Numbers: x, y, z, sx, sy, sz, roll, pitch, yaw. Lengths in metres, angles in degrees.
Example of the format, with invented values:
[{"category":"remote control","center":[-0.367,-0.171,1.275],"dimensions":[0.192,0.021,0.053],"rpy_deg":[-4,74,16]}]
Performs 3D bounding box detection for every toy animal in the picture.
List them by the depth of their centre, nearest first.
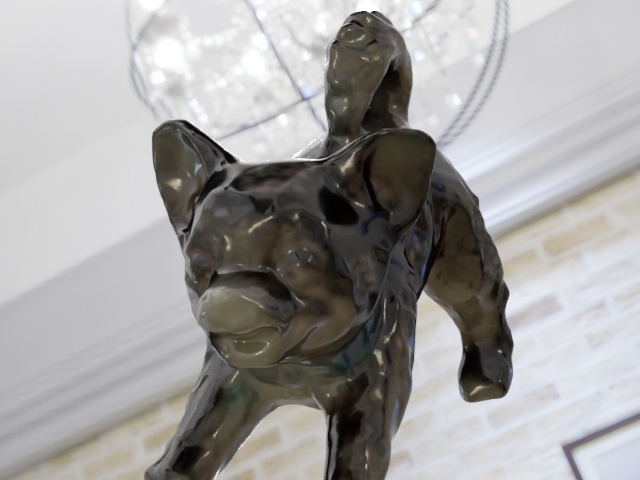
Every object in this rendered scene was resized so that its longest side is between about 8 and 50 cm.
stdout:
[{"category":"toy animal","center":[0.000,0.000,0.943],"dimensions":[0.194,0.303,0.344],"rpy_deg":[0,11,21]}]
